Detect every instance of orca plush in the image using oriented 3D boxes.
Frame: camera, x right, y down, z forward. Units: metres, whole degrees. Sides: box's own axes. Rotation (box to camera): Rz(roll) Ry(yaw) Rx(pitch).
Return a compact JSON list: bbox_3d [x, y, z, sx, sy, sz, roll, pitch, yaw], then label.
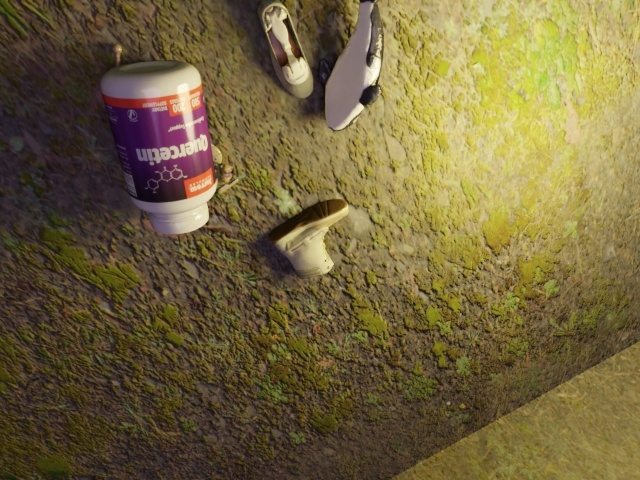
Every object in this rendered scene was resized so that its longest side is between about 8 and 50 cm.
[{"bbox_3d":[0.082,-0.383,1.031,0.151,0.102,0.288,13,113,28],"label":"orca plush"}]

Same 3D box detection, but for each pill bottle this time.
[{"bbox_3d":[-0.310,-0.181,0.958,0.181,0.181,0.323,-9,122,-11],"label":"pill bottle"}]

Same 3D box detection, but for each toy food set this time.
[{"bbox_3d":[-0.245,-0.161,1.085,0.078,0.019,0.122,-34,123,5],"label":"toy food set"}]

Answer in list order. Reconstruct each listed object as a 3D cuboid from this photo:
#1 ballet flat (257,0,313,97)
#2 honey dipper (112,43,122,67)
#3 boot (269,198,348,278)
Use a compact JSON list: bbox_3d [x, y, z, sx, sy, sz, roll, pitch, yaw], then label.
[{"bbox_3d":[-0.069,-0.383,0.976,0.072,0.068,0.213,-26,124,0],"label":"ballet flat"},{"bbox_3d":[-0.400,-0.306,0.952,0.030,0.030,0.161,0,115,-16],"label":"honey dipper"},{"bbox_3d":[0.000,0.000,1.219,0.213,0.077,0.165,-28,123,7],"label":"boot"}]
